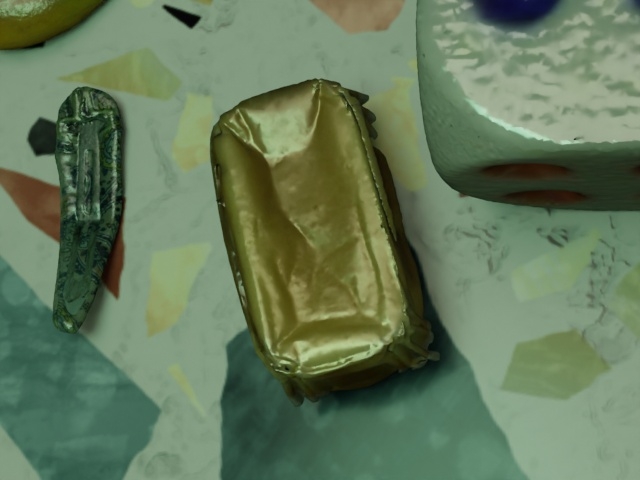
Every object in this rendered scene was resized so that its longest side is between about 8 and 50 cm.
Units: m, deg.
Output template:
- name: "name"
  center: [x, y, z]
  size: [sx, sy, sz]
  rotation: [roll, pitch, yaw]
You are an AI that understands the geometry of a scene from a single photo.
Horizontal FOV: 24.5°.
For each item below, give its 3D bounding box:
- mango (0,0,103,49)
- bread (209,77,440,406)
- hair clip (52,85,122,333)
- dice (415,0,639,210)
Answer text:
- name: "mango"
  center: [-0.255, -0.233, 1.339]
  size: [0.187, 0.066, 0.101]
  rotation: [-22, 72, 2]
- name: "bread"
  center: [0.000, 0.000, 1.178]
  size: [0.136, 0.107, 0.241]
  rotation: [-18, 73, 9]
- name: "hair clip"
  center: [-0.207, -0.026, 1.285]
  size: [0.066, 0.036, 0.229]
  rotation: [-3, 70, 12]
- name: "dice"
  center: [0.215, -0.151, 1.072]
  size: [0.251, 0.259, 0.243]
  rotation: [-1, 79, 16]
